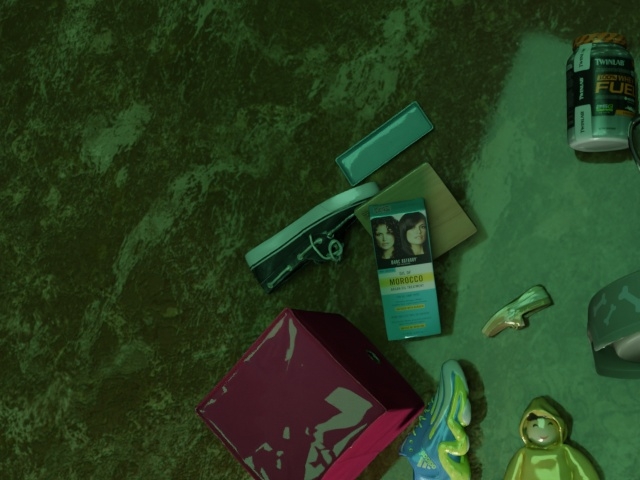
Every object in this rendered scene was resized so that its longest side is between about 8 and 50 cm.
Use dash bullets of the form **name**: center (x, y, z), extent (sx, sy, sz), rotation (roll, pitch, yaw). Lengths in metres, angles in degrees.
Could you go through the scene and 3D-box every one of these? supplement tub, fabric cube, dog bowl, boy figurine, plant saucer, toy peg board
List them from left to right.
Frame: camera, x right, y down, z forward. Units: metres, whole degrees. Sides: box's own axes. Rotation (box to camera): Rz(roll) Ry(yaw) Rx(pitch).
- **fabric cube**: center (-0.012, 0.293, 1.845), extent (0.259, 0.258, 0.254), rotation (-47, 71, 9)
- **plant saucer**: center (0.122, -0.183, 1.978), extent (0.192, 0.018, 0.067), rotation (-36, 74, 14)
- **toy peg board**: center (0.170, -0.048, 1.883), extent (0.161, 0.079, 0.160), rotation (-34, 107, 13)
- **boy figurine**: center (0.395, 0.411, 1.774), extent (0.177, 0.092, 0.285), rotation (-2, 86, 22)
- **supplement tub**: center (0.485, -0.255, 1.802), extent (0.117, 0.117, 0.190), rotation (-2, 84, 20)
- **dog bowl**: center (0.579, 0.120, 1.617), extent (0.349, 0.349, 0.102), rotation (-13, 66, 18)

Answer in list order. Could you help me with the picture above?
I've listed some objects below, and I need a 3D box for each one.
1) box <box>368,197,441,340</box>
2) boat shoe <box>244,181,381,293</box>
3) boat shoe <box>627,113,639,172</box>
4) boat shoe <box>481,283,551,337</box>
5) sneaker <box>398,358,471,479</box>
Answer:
- **box**: center (0.151, 0.053, 1.848), extent (0.101, 0.060, 0.244), rotation (-8, 112, 4)
- **boat shoe**: center (-0.002, 0.000, 1.954), extent (0.306, 0.113, 0.105), rotation (-32, 81, 17)
- **boat shoe**: center (0.498, -0.073, 1.452), extent (0.084, 0.079, 0.233), rotation (-29, 77, 14)
- **boat shoe**: center (0.347, 0.133, 1.843), extent (0.135, 0.050, 0.045), rotation (-39, 67, 12)
- **sneaker**: center (0.200, 0.331, 1.837), extent (0.126, 0.091, 0.240), rotation (-2, 84, -1)
